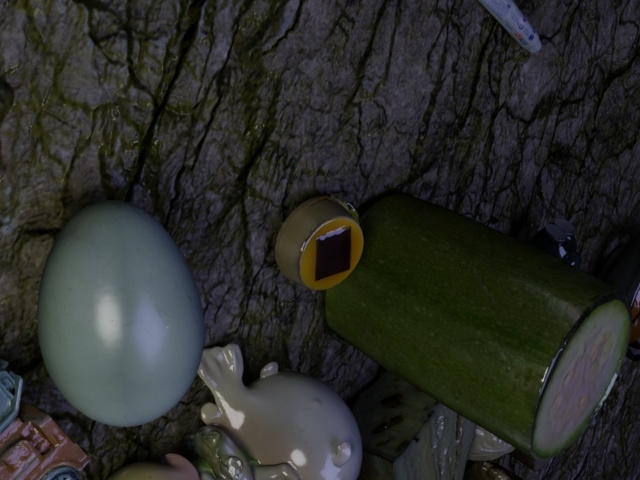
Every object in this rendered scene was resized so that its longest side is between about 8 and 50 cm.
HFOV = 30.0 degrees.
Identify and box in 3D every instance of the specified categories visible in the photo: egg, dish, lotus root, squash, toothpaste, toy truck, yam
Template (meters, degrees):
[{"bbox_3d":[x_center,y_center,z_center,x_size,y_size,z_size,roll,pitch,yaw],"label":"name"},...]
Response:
[{"bbox_3d":[-0.222,0.082,1.321,0.182,0.182,0.264,-26,122,-40],"label":"egg"},{"bbox_3d":[0.645,0.094,2.426,0.303,0.120,0.303,-28,130,-38],"label":"dish"},{"bbox_3d":[0.150,0.344,1.959,0.267,0.149,0.260,-45,139,-38],"label":"lotus root"},{"bbox_3d":[0.219,0.111,1.708,0.263,0.384,0.263,-31,135,-37],"label":"squash"},{"bbox_3d":[0.282,-0.346,1.806,0.218,0.033,0.052,34,80,-50],"label":"toothpaste"},{"bbox_3d":[-0.421,0.288,1.251,0.338,0.133,0.184,-47,130,-26],"label":"toy truck"},{"bbox_3d":[0.382,0.382,2.275,0.084,0.127,0.084,-26,130,-35],"label":"yam"}]

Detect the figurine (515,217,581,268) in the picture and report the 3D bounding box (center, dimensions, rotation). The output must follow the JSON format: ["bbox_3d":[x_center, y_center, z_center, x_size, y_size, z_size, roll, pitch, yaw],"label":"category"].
[{"bbox_3d":[0.387,0.043,2.089,0.147,0.126,0.192,-43,156,-40],"label":"figurine"}]

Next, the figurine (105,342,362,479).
[{"bbox_3d":[-0.140,0.284,1.582,0.394,0.226,0.275,-22,96,-29],"label":"figurine"}]

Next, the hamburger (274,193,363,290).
[{"bbox_3d":[0.000,0.000,1.627,0.141,0.081,0.127,-33,133,-18],"label":"hamburger"}]

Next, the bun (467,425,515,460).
[{"bbox_3d":[0.299,0.297,2.115,0.220,0.134,0.221,-24,127,-36],"label":"bun"}]

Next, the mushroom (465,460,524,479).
[{"bbox_3d":[0.278,0.532,2.233,0.208,0.301,0.233,-88,174,-58],"label":"mushroom"}]
